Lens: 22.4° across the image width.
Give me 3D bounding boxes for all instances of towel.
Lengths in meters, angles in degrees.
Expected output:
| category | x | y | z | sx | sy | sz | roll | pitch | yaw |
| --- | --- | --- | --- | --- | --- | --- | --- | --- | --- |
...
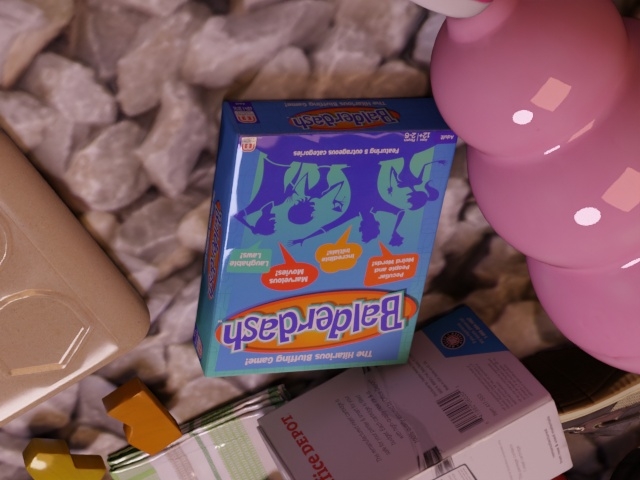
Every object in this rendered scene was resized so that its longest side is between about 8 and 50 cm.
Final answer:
| category | x | y | z | sx | sy | sz | roll | pitch | yaw |
| --- | --- | --- | --- | --- | --- | --- | --- | --- | --- |
| towel | -0.079 | 0.182 | 1.277 | 0.152 | 0.023 | 0.113 | -24 | 129 | -1 |

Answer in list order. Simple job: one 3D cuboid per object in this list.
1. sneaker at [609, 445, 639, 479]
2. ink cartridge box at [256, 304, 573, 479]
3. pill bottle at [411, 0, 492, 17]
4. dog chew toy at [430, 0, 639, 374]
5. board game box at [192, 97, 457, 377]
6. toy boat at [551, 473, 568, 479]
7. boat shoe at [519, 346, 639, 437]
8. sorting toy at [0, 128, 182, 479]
| category | x | y | z | sx | sy | sz | roll | pitch | yaw |
| --- | --- | --- | --- | --- | --- | --- | --- | --- | --- |
| sneaker | 0.300 | 0.317 | 1.350 | 0.410 | 0.158 | 0.182 | -53 | 136 | -23 |
| ink cartridge box | 0.068 | 0.151 | 1.209 | 0.190 | 0.139 | 0.082 | -29 | 126 | -8 |
| pill bottle | 0.108 | -0.280 | 0.903 | 0.160 | 0.160 | 0.283 | 23 | 116 | -32 |
| dog chew toy | 0.194 | -0.054 | 1.086 | 0.206 | 0.206 | 0.332 | -39 | 122 | 11 |
| board game box | 0.000 | 0.000 | 1.150 | 0.160 | 0.047 | 0.210 | -3 | 127 | -18 |
| toy boat | 0.121 | 0.260 | 1.229 | 0.151 | 0.231 | 0.151 | -6 | 154 | 13 |
| boat shoe | 0.225 | 0.125 | 1.305 | 0.223 | 0.080 | 0.073 | -21 | 125 | -9 |
| sorting toy | -0.239 | 0.080 | 1.138 | 0.229 | 0.041 | 0.307 | -33 | 130 | 1 |
